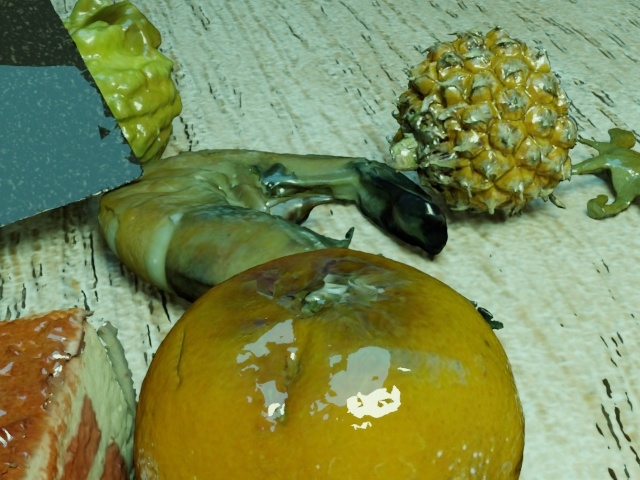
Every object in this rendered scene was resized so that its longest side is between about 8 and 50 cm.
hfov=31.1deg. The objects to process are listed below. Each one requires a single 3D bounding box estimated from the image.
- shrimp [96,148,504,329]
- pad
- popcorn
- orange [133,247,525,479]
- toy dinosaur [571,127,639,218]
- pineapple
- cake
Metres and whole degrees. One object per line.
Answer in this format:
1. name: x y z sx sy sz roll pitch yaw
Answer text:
1. shrimp: 0.000 0.000 0.931 0.272 0.085 0.445 -19 28 -32
2. pad: -0.321 -0.143 1.025 0.220 0.004 0.330 -21 62 -21
3. popcorn: -0.228 -0.144 1.133 0.197 0.156 0.198 -5 43 4
4. orange: 0.002 0.101 0.654 0.224 0.170 0.224 -4 28 2
5. toy dinosaur: 0.282 -0.056 1.009 0.126 0.039 0.162 -26 37 -34
6. pineapple: 0.113 -0.086 0.970 0.136 0.161 0.176 -24 57 -24
7. cake: -0.194 0.168 0.586 0.159 0.158 0.262 -5 31 7
